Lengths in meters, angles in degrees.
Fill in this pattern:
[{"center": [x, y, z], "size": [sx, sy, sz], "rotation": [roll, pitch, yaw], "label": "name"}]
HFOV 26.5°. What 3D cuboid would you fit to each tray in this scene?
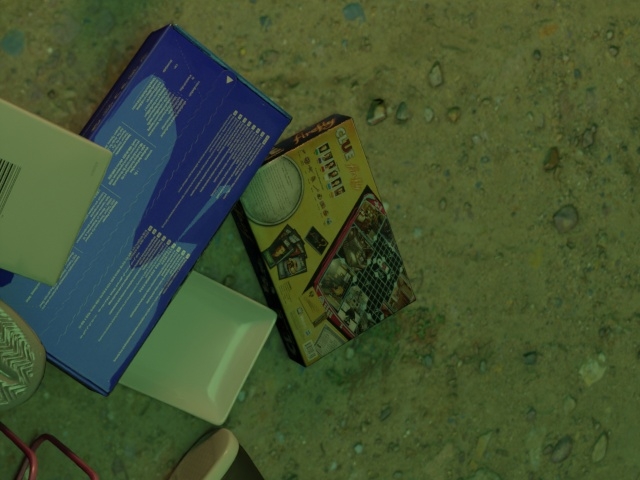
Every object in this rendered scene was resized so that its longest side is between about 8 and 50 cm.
[{"center": [-0.184, 0.088, 1.472], "size": [0.270, 0.030, 0.145], "rotation": [29, 87, -32], "label": "tray"}]

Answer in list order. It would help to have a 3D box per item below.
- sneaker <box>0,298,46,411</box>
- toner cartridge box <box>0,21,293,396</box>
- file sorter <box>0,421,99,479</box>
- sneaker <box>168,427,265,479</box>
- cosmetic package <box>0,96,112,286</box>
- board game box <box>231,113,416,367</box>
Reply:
[{"center": [-0.398, 0.060, 1.239], "size": [0.321, 0.180, 0.124], "rotation": [22, 89, -5], "label": "sneaker"}, {"center": [-0.192, -0.033, 1.377], "size": [0.165, 0.075, 0.347], "rotation": [38, 75, -20], "label": "toner cartridge box"}, {"center": [-0.389, 0.244, 1.292], "size": [0.291, 0.202, 0.182], "rotation": [25, 85, -32], "label": "file sorter"}, {"center": [-0.149, 0.367, 1.510], "size": [0.147, 0.104, 0.295], "rotation": [46, 73, -24], "label": "sneaker"}, {"center": [-0.349, -0.081, 1.204], "size": [0.224, 0.225, 0.138], "rotation": [26, 85, -43], "label": "cosmetic package"}, {"center": [0.000, 0.000, 1.550], "size": [0.165, 0.042, 0.243], "rotation": [-29, 114, -21], "label": "board game box"}]
